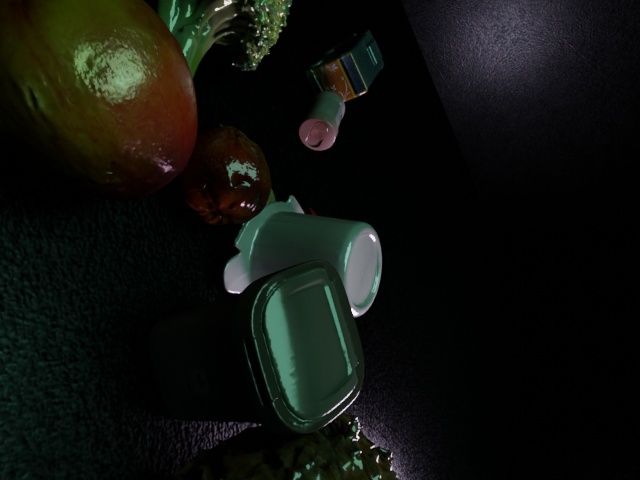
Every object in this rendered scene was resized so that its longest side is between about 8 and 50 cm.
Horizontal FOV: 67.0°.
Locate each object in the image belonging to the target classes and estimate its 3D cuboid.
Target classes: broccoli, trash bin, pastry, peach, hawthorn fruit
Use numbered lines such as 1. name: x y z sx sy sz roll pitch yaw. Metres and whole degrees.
1. broccoli: -0.196 -0.450 0.860 0.375 0.249 0.301 39 42 -54
2. trash bin: -0.102 0.166 0.734 0.219 0.250 0.219 -14 89 -60
3. pastry: -0.058 0.421 0.672 0.337 0.293 0.405 52 47 -19
4. peach: -0.280 -0.177 0.601 0.281 0.238 0.280 -18 90 -85
5. hawthorn fruit: -0.163 -0.116 0.856 0.173 0.174 0.179 59 34 -26

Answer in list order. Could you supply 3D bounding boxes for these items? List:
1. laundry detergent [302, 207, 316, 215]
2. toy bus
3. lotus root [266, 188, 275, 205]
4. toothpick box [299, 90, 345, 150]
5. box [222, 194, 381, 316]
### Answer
1. laundry detergent: 0.000 0.000 1.196 0.165 0.049 0.097 53 33 -38
2. toy bus: 0.082 -0.516 1.448 0.138 0.167 0.275 60 32 -24
3. lotus root: -0.124 -0.076 0.997 0.073 0.062 0.150 -5 87 -59
4. toothpick box: 0.006 -0.323 1.298 0.098 0.099 0.148 55 35 -32
5. box: -0.016 0.044 0.925 0.291 0.207 0.262 -10 102 -61
